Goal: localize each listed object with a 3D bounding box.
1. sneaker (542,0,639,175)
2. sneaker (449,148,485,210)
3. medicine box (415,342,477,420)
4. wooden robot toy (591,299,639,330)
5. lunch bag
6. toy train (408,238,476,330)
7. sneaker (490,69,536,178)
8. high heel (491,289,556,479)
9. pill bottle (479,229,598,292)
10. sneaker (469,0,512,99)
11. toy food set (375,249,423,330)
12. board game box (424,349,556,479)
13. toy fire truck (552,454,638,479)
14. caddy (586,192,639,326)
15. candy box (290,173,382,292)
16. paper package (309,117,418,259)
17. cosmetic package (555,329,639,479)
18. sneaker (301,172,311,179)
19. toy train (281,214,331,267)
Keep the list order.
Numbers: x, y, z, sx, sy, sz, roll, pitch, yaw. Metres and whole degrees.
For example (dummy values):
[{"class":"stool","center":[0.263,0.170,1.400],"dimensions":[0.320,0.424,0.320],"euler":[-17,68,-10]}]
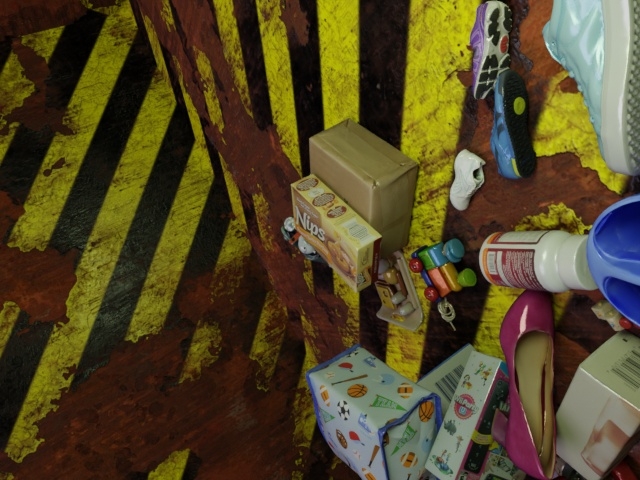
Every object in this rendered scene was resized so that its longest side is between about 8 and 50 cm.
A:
[{"class":"sneaker","center":[0.405,-0.276,0.659],"dimensions":[0.150,0.135,0.366],"euler":[-155,51,-66]},{"class":"sneaker","center":[0.334,-0.127,1.043],"dimensions":[0.061,0.053,0.152],"euler":[36,146,40]},{"class":"medicine box","center":[0.362,0.485,1.391],"dimensions":[0.149,0.263,0.289],"euler":[51,154,24]},{"class":"wooden robot toy","center":[0.580,0.149,0.826],"dimensions":[0.079,0.076,0.173],"euler":[52,158,-5]},{"class":"lunch bag","center":[0.159,0.526,1.230],"dimensions":[0.327,0.238,0.386],"euler":[21,125,56]},{"class":"toy train","center":[0.356,0.118,1.227],"dimensions":[0.143,0.105,0.248],"euler":[-29,89,54]},{"class":"sneaker","center":[0.353,-0.217,0.885],"dimensions":[0.082,0.069,0.210],"euler":[25,137,60]},{"class":"high heel","center":[0.462,0.287,0.960],"dimensions":[0.181,0.127,0.378],"euler":[-170,87,-81]},{"class":"pill bottle","center":[0.440,0.040,0.922],"dimensions":[0.221,0.121,0.121],"euler":[1,116,64]},{"class":"sneaker","center":[0.310,-0.352,0.856],"dimensions":[0.071,0.068,0.170],"euler":[-125,28,-55]},{"class":"toy food set","center":[0.210,0.146,1.549],"dimensions":[0.219,0.092,0.306],"euler":[9,124,61]},{"class":"board game box","center":[0.415,0.452,1.110],"dimensions":[0.224,0.304,0.097],"euler":[29,170,-24]},{"class":"toy fire truck","center":[0.632,0.606,1.130],"dimensions":[0.254,0.169,0.302],"euler":[-145,31,-80]},{"class":"caddy","center":[0.548,0.033,0.620],"dimensions":[0.341,0.179,0.242],"euler":[8,124,62]},{"class":"candy box","center":[0.038,-0.025,1.297],"dimensions":[0.316,0.087,0.183],"euler":[47,153,35]},{"class":"paper package","center":[0.113,-0.138,1.342],"dimensions":[0.309,0.168,0.325],"euler":[45,152,37]},{"class":"cosmetic package","center":[0.581,0.342,0.929],"dimensions":[0.129,0.153,0.296],"euler":[42,151,41]},{"class":"sneaker","center":[-0.025,-0.229,1.674],"dimensions":[0.134,0.051,0.070],"euler":[28,138,48]},{"class":"toy train","center":[0.000,0.000,1.613],"dimensions":[0.190,0.142,0.334],"euler":[50,-167,25]}]
